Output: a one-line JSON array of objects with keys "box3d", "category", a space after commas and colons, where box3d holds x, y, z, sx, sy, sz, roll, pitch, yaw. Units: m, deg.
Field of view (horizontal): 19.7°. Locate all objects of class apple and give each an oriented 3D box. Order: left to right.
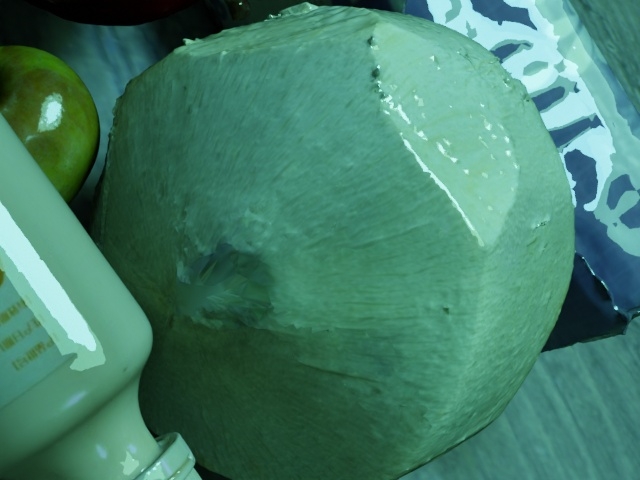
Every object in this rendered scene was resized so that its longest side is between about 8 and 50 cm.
[{"box3d": [-0.153, -0.052, 0.900, 0.074, 0.090, 0.089, 75, 0, -61], "category": "apple"}]

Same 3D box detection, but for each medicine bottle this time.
[{"box3d": [-0.135, 0.045, 0.799, 0.252, 0.114, 0.114, 55, 28, -8], "category": "medicine bottle"}]

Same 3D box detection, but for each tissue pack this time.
[{"box3d": [0.069, -0.092, 1.142, 0.125, 0.242, 0.343, -35, 94, -23], "category": "tissue pack"}]

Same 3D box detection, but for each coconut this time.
[{"box3d": [0.000, 0.000, 0.926, 0.245, 0.245, 0.247, 62, 22, 7], "category": "coconut"}]

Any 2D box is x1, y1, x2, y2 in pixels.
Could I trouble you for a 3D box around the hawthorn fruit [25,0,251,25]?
[{"box3d": [-0.095, -0.208, 0.960, 0.266, 0.230, 0.210, 51, 12, 26], "category": "hawthorn fruit"}]
